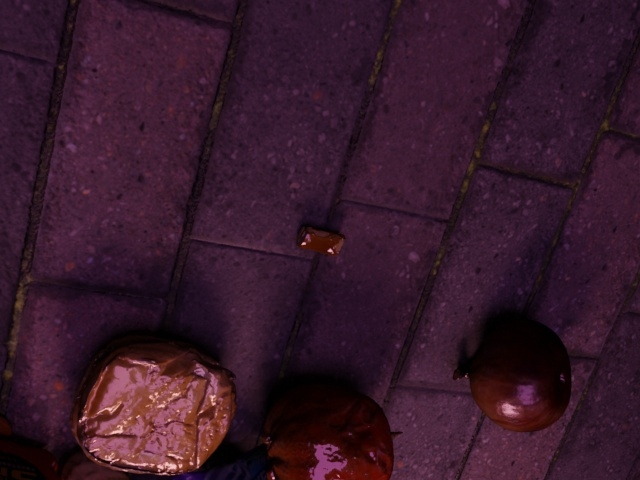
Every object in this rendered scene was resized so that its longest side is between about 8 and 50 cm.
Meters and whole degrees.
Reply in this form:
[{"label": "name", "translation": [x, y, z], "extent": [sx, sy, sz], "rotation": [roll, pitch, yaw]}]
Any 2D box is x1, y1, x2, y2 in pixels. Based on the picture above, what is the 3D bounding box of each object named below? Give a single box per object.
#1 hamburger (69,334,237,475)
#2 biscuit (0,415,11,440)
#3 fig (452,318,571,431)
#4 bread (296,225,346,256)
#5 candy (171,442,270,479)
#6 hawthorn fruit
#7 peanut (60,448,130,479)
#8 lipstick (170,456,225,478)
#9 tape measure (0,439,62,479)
[{"label": "hamburger", "translation": [-0.298, 0.302, 1.335], "extent": [0.283, 0.144, 0.259], "rotation": [25, 91, -21]}, {"label": "biscuit", "translation": [-0.614, 0.357, 1.327], "extent": [0.102, 0.019, 0.130], "rotation": [8, 112, -25]}, {"label": "fig", "translation": [0.411, 0.279, 1.526], "extent": [0.235, 0.214, 0.234], "rotation": [2, 86, -26]}, {"label": "bread", "translation": [0.000, 0.000, 1.362], "extent": [0.083, 0.036, 0.047], "rotation": [14, 115, -24]}, {"label": "candy", "translation": [-0.161, 0.484, 1.414], "extent": [0.275, 0.145, 0.070], "rotation": [-7, 160, -45]}, {"label": "hawthorn fruit", "translation": [0.014, 0.399, 1.425], "extent": [0.262, 0.258, 0.258], "rotation": [-2, 116, 14]}, {"label": "peanut", "translation": [-0.425, 0.510, 1.378], "extent": [0.233, 0.197, 0.110], "rotation": [-60, 156, 15]}, {"label": "lipstick", "translation": [-0.173, 0.517, 1.502], "extent": [0.290, 0.077, 0.076], "rotation": [35, 99, -26]}, {"label": "tape measure", "translation": [-0.556, 0.434, 1.235], "extent": [0.253, 0.260, 0.114], "rotation": [28, 99, -37]}]
